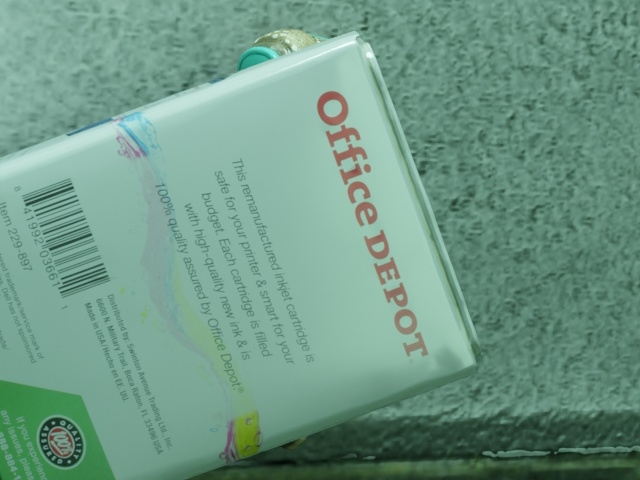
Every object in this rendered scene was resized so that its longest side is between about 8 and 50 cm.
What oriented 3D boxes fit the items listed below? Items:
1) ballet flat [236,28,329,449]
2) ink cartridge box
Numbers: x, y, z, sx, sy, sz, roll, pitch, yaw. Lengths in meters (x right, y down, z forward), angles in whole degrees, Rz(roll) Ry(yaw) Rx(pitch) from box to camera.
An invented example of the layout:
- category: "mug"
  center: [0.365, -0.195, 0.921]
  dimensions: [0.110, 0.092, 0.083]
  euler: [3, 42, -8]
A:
- category: "ballet flat"
  center: [0.000, 0.000, 0.842]
  dimensions: [0.067, 0.073, 0.206]
  euler: [-10, 108, -37]
- category: "ink cartridge box"
  center: [-0.054, 0.014, 0.758]
  dimensions: [0.212, 0.093, 0.154]
  euler: [-20, 99, 4]
